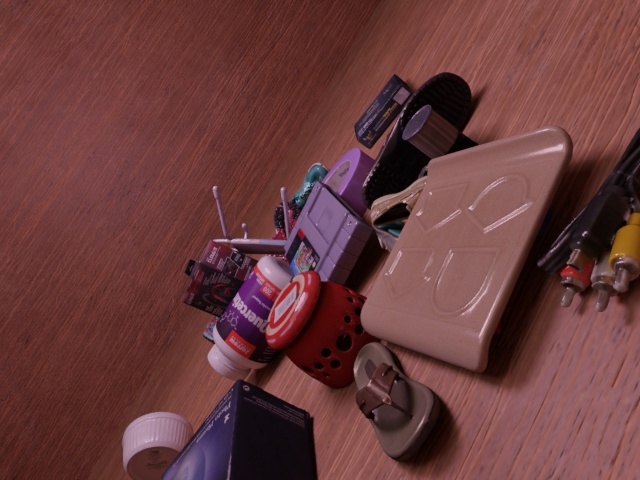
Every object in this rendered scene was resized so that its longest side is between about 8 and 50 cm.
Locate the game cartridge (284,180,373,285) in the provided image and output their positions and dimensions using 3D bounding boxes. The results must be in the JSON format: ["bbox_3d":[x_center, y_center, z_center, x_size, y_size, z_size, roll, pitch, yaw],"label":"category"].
[{"bbox_3d":[0.000,0.000,1.227,0.230,0.068,0.355,-59,24,11],"label":"game cartridge"}]

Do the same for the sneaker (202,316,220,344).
[{"bbox_3d":[-0.375,0.321,1.842,0.125,0.104,0.262,-56,17,-2],"label":"sneaker"}]

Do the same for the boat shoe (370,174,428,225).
[{"bbox_3d":[0.188,-0.072,0.971,0.190,0.068,0.072,-25,27,27],"label":"boat shoe"}]

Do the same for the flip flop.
[{"bbox_3d":[0.092,0.226,0.736,0.112,0.080,0.277,-56,17,5],"label":"flip flop"}]

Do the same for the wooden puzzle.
[{"bbox_3d":[0.221,0.016,0.765,0.348,0.080,0.322,-66,19,-10],"label":"wooden puzzle"}]

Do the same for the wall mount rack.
[{"bbox_3d":[-0.182,-0.045,1.481,0.304,0.349,0.131,63,-150,-69],"label":"wall mount rack"}]

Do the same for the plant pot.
[{"bbox_3d":[-0.001,0.168,0.950,0.191,0.174,0.191,-49,21,26],"label":"plant pot"}]

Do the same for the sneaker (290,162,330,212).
[{"bbox_3d":[-0.042,-0.167,1.769,0.110,0.107,0.275,-51,-3,-46],"label":"sneaker"}]

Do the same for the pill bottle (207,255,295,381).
[{"bbox_3d":[-0.165,0.213,1.305,0.323,0.181,0.181,-55,17,7],"label":"pill bottle"}]

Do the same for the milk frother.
[{"bbox_3d":[0.224,-0.184,1.011,0.143,0.134,0.129,-55,16,8],"label":"milk frother"}]

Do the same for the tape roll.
[{"bbox_3d":[0.066,-0.139,1.457,0.275,0.090,0.275,-50,17,22],"label":"tape roll"}]

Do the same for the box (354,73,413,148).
[{"bbox_3d":[0.209,-0.442,1.653,0.233,0.059,0.183,-49,17,23],"label":"box"}]

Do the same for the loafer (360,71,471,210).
[{"bbox_3d":[0.207,-0.232,1.145,0.366,0.133,0.130,-52,8,4],"label":"loafer"}]

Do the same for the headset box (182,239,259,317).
[{"bbox_3d":[-0.286,0.143,1.529,0.218,0.293,0.110,-57,13,40],"label":"headset box"}]

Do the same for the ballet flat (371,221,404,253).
[{"bbox_3d":[0.150,-0.003,1.020,0.213,0.072,0.068,-113,27,-73],"label":"ballet flat"}]

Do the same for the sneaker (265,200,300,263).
[{"bbox_3d":[-0.113,0.011,1.686,0.112,0.120,0.299,83,-167,-57],"label":"sneaker"}]

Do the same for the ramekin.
[{"bbox_3d":[-0.482,0.623,1.435,0.207,0.207,0.109,-52,26,15],"label":"ramekin"}]

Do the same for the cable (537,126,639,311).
[{"bbox_3d":[0.357,-0.041,0.570,0.287,0.072,0.139,-49,-3,-17],"label":"cable"}]

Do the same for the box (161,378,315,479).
[{"bbox_3d":[-0.159,0.464,0.842,0.296,0.182,0.294,-53,19,15],"label":"box"}]
